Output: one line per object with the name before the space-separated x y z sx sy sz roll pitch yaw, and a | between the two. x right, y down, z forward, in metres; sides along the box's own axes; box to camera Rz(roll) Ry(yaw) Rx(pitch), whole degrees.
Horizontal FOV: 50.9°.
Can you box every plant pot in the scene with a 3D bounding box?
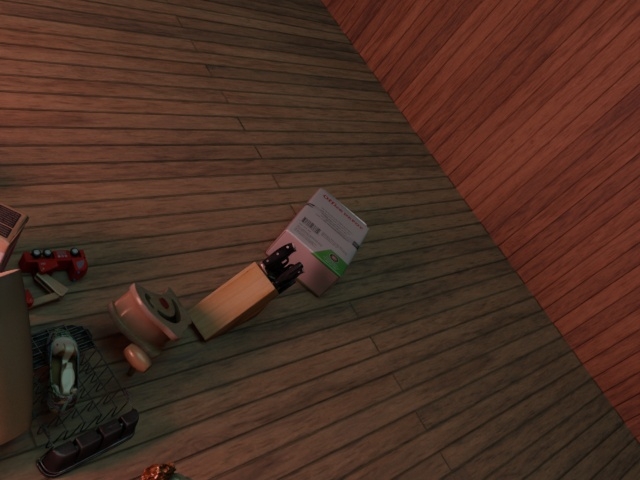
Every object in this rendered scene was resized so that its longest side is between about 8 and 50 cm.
plant pot | -0.606 0.217 1.159 0.256 0.257 0.274 -24 100 -51

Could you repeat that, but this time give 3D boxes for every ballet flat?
ballet flat | -0.486 0.237 1.285 0.070 0.070 0.188 11 44 -36

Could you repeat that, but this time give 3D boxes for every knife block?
knife block | -0.168 0.114 1.663 0.088 0.242 0.276 52 38 13

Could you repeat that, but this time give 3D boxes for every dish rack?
dish rack | -0.499 0.298 1.326 0.208 0.074 0.271 -18 66 -51

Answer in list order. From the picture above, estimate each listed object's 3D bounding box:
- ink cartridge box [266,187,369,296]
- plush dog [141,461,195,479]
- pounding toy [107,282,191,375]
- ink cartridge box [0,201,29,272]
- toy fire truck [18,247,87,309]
ink cartridge box | 0.000 0.000 2.029 0.211 0.121 0.289 41 37 -3
plush dog | -0.272 0.540 1.241 0.262 0.211 0.225 61 15 -24
pounding toy | -0.400 0.188 1.462 0.154 0.155 0.269 51 5 -6
ink cartridge box | -0.699 0.003 1.292 0.193 0.234 0.088 29 39 -17
toy fire truck | -0.592 0.085 1.465 0.192 0.047 0.135 -2 56 -44
